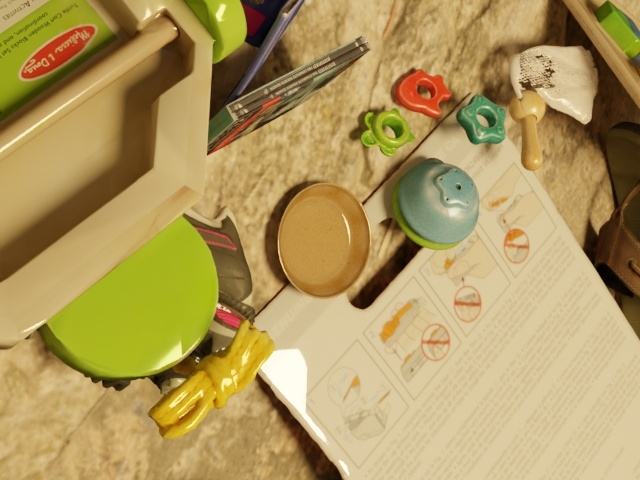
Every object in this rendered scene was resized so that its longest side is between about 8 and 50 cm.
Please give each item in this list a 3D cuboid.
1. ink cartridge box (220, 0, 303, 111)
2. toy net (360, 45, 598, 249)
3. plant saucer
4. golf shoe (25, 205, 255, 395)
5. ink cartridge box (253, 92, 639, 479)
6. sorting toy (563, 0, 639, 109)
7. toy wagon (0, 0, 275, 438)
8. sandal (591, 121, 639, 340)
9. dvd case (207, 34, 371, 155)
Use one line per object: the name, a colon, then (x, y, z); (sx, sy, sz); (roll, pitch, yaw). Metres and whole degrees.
ink cartridge box: (0.015, -0.233, 0.655); (0.065, 0.186, 0.311); (30, 75, -10)
toy net: (0.129, -0.097, 0.887); (0.232, 0.045, 0.122); (-40, 87, -31)
plant saucer: (0.000, 0.000, 0.806); (0.083, 0.015, 0.083); (-2, 93, -36)
golf shoe: (-0.154, 0.000, 0.626); (0.273, 0.105, 0.120); (26, 51, -37)
ink cartridge box: (0.120, 0.122, 0.939); (0.308, 0.091, 0.385); (-46, 111, -26)
sorting toy: (0.296, -0.133, 0.969); (0.193, 0.038, 0.208); (22, 40, -45)
toy wagon: (-0.158, -0.055, 0.502); (0.267, 0.068, 0.344); (-41, 97, -25)
sandal: (0.309, 0.036, 1.059); (0.086, 0.120, 0.302); (-21, 116, -24)
dvd case: (-0.032, -0.088, 0.716); (0.119, 0.087, 0.013); (-32, 91, -34)
